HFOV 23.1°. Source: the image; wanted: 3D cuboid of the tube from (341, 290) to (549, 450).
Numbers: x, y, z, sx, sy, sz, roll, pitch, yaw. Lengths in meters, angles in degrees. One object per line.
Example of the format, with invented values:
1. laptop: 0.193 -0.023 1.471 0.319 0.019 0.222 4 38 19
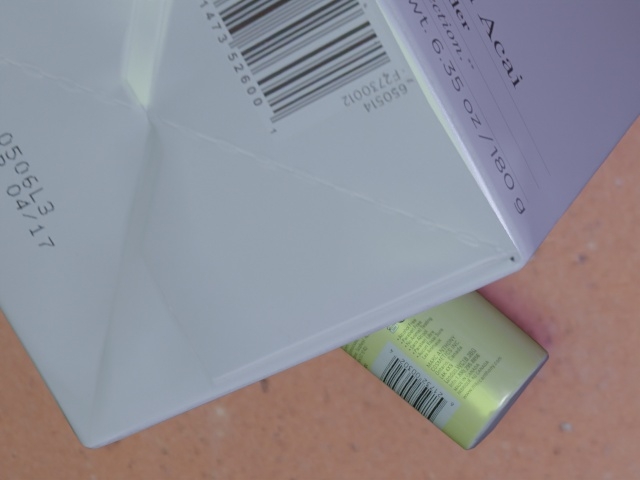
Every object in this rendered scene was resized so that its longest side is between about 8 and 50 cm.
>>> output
1. tube: 0.000 0.000 0.754 0.240 0.062 0.070 39 79 10

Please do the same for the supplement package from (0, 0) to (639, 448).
1. supplement package: 0.005 -0.085 0.577 0.175 0.293 0.177 -26 98 30
